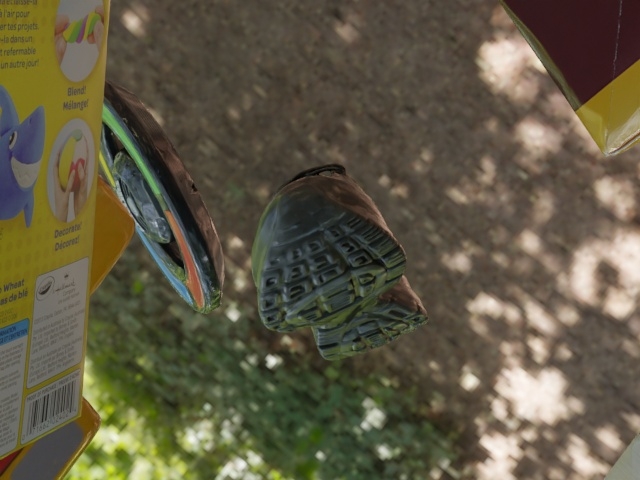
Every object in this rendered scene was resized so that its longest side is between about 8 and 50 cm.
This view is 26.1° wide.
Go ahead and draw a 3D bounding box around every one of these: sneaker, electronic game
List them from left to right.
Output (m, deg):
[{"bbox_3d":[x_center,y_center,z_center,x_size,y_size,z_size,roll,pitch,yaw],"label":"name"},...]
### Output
[{"bbox_3d":[-0.148,-0.039,1.187,0.229,0.048,0.229,54,163,24],"label":"electronic game"},{"bbox_3d":[0.000,0.000,0.986,0.286,0.109,0.130,64,-175,-72],"label":"sneaker"}]

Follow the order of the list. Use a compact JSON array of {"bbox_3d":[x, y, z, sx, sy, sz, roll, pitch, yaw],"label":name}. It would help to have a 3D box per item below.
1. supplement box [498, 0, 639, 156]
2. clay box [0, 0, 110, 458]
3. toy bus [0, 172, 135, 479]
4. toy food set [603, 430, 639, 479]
[{"bbox_3d":[0.127,-0.166,0.426,0.194,0.129,0.191,57,150,6],"label":"supplement box"},{"bbox_3d":[-0.110,-0.043,0.382,0.053,0.222,0.127,9,-169,18],"label":"clay box"},{"bbox_3d":[-0.202,0.109,0.568,0.108,0.333,0.130,23,157,33],"label":"toy bus"},{"bbox_3d":[0.067,0.234,0.687,0.092,0.306,0.220,40,137,17],"label":"toy food set"}]
